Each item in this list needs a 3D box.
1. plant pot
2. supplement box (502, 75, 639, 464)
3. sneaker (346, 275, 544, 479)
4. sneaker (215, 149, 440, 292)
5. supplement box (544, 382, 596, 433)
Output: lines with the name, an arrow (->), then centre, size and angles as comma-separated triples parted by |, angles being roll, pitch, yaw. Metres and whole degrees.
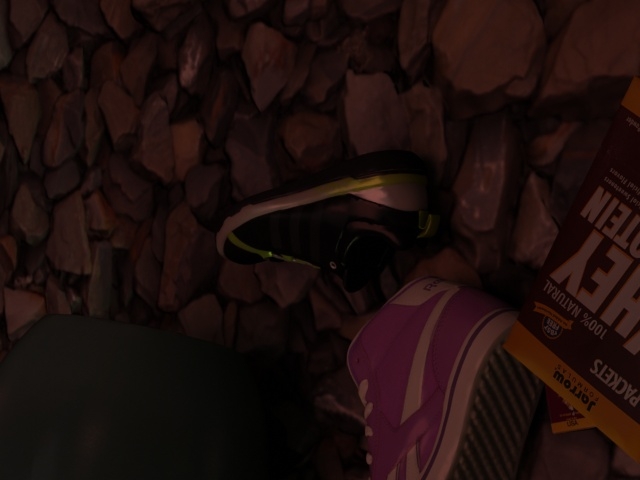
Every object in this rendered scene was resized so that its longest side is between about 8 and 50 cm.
plant pot -> -0.173, 0.194, 1.406 | 0.293, 0.293, 0.235 | 2, 76, 46
supplement box -> 0.252, 0.018, 1.017 | 0.129, 0.191, 0.194 | 42, 119, 38
sneaker -> 0.071, 0.165, 1.281 | 0.161, 0.102, 0.282 | 27, 98, 47
sneaker -> 0.000, 0.000, 1.357 | 0.235, 0.084, 0.097 | -22, 75, 44
supplement box -> 0.192, 0.094, 1.178 | 0.043, 0.055, 0.083 | -18, 76, 45
